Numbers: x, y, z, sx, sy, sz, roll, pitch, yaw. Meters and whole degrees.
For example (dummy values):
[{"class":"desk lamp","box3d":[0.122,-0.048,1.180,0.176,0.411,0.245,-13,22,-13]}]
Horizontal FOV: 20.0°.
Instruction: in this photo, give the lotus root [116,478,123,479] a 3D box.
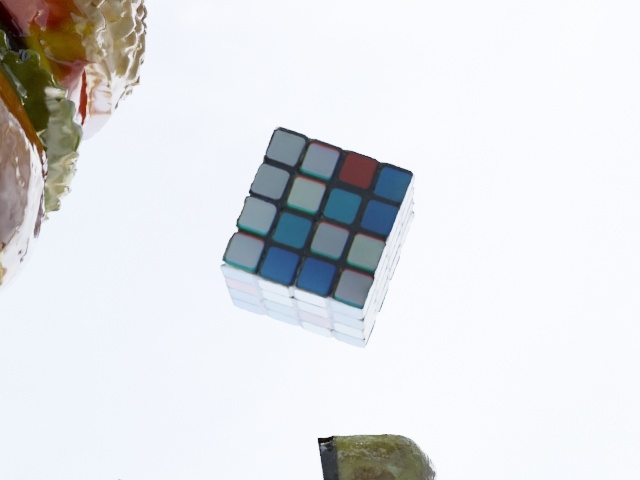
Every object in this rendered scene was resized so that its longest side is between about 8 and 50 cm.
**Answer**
[{"class":"lotus root","box3d":[-0.100,0.227,0.872,0.284,0.160,0.146,-99,-10,-48]}]

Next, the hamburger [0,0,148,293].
[{"class":"hamburger","box3d":[-0.264,-0.122,0.995,0.330,0.330,0.250,52,-133,-39]}]

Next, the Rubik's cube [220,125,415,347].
[{"class":"Rubik's cube","box3d":[0.000,0.000,1.807,0.154,0.151,0.155,78,-148,-72]}]

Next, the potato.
[{"class":"potato","box3d":[0.053,0.213,1.562,0.103,0.066,0.096,-11,-62,-3]}]
